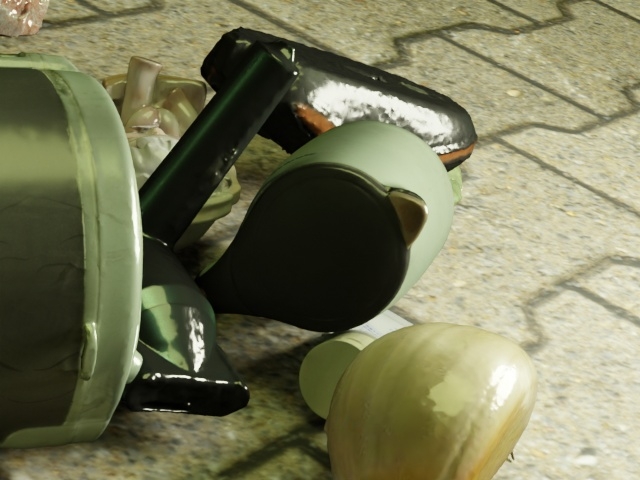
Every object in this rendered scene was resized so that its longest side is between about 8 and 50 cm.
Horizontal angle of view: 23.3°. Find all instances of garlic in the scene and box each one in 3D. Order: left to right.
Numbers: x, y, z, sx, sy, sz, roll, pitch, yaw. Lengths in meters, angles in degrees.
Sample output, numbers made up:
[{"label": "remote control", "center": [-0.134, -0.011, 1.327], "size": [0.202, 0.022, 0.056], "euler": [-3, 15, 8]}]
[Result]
[{"label": "garlic", "center": [0.097, 0.143, 1.203], "size": [0.145, 0.164, 0.245], "euler": [-3, 16, 31]}]

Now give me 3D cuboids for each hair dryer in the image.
[{"label": "hair dryer", "center": [-0.096, -0.017, 1.233], "size": [0.116, 0.302, 0.244], "euler": [26, 15, -43]}]

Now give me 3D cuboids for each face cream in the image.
[{"label": "face cream", "center": [0.058, 0.104, 1.365], "size": [0.114, 0.070, 0.224], "euler": [27, 16, 17]}]

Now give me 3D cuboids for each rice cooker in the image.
[{"label": "rice cooker", "center": [-0.263, 0.008, 1.089], "size": [0.277, 0.288, 0.288], "euler": [-3, 32, -26]}]

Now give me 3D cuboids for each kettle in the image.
[{"label": "kettle", "center": [0.000, 0.000, 1.376], "size": [0.240, 0.165, 0.255], "euler": [-23, 7, 14]}]

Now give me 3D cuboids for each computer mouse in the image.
[{"label": "computer mouse", "center": [0.019, -0.127, 1.595], "size": [0.323, 0.116, 0.183], "euler": [14, 10, -34]}]

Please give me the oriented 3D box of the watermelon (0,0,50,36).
[{"label": "watermelon", "center": [-0.368, -0.361, 1.813], "size": [0.226, 0.318, 0.148], "euler": [53, 11, -22]}]

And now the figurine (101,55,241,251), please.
[{"label": "figurine", "center": [-0.156, -0.071, 1.463], "size": [0.163, 0.141, 0.236], "euler": [6, 28, -8]}]

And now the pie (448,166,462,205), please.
[{"label": "pie", "center": [0.076, -0.085, 1.741], "size": [0.187, 0.041, 0.187], "euler": [15, 27, -8]}]
